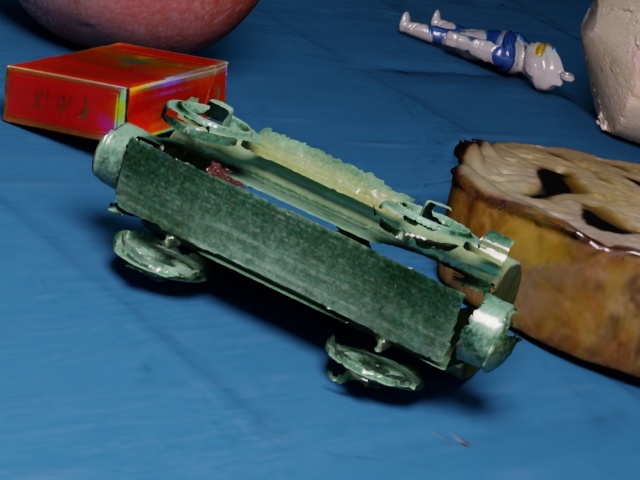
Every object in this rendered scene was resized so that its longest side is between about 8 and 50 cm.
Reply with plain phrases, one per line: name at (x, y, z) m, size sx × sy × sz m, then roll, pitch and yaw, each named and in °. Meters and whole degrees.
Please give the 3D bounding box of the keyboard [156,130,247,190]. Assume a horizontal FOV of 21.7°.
keyboard at (-0.090, -0.054, 1.305) m, size 0.055 × 0.017 × 0.166 m, roll 10°, pitch 21°, yaw -23°

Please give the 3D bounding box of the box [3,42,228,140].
box at (-0.161, -0.119, 1.342) m, size 0.112 × 0.048 × 0.175 m, roll 12°, pitch 17°, yaw 22°

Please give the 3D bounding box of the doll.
doll at (0.214, -0.234, 2.024) m, size 0.227 × 0.057 × 0.114 m, roll 27°, pitch 17°, yaw 29°

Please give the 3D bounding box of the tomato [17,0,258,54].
tomato at (-0.166, -0.277, 1.527) m, size 0.270 × 0.227 × 0.270 m, roll 2°, pitch 8°, yaw 0°

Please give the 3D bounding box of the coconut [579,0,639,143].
coconut at (0.413, -0.210, 1.887) m, size 0.244 × 0.239 × 0.239 m, roll 20°, pitch 19°, yaw 6°

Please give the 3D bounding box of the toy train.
toy train at (0.003, -0.008, 1.101) m, size 0.307 × 0.126 × 0.189 m, roll 25°, pitch 20°, yaw 17°

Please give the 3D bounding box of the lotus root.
lotus root at (0.264, 0.007, 1.343) m, size 0.390 × 0.111 × 0.375 m, roll 2°, pitch 24°, yaw -32°
